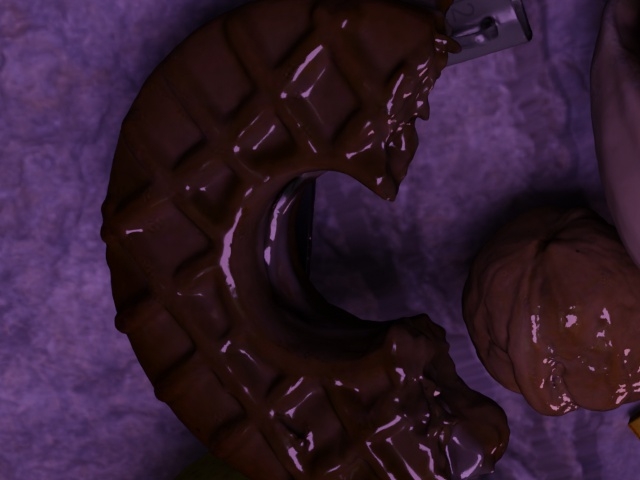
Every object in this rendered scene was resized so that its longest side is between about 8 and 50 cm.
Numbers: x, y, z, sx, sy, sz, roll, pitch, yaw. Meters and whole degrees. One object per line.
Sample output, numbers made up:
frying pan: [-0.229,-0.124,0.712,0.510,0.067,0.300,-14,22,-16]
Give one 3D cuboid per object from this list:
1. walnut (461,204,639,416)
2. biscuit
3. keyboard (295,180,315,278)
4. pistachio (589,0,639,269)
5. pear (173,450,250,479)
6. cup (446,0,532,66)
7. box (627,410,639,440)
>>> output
walnut: [0.179,0.051,1.227,0.167,0.149,0.166,22,150,14]
biscuit: [-0.016,0.009,1.142,0.268,0.115,0.366,1,102,24]
keyboard: [-0.040,-0.006,1.259,0.072,0.023,0.231,7,121,4]
pistachio: [0.305,-0.039,1.134,0.332,0.226,0.208,46,145,-9]
pear: [-0.002,0.339,1.272,0.391,0.391,0.391,0,122,0]
cup: [0.098,-0.141,1.144,0.083,0.075,0.054,-19,138,14]
box: [0.329,0.134,1.327,0.155,0.023,0.087,-39,94,21]
